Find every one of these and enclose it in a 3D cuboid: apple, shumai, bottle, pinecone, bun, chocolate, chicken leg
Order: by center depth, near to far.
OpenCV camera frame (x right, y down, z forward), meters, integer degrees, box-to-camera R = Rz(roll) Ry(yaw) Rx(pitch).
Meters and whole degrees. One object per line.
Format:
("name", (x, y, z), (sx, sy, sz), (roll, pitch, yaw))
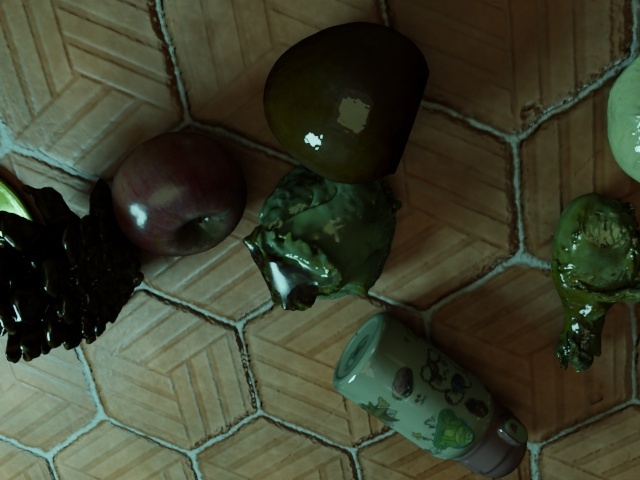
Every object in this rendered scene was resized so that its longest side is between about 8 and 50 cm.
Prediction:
("bun", (0.380, -0.134, 0.589), (0.188, 0.111, 0.164), (-40, 97, 24))
("chocolate", (0.021, -0.147, 0.619), (0.176, 0.177, 0.177), (3, 112, 8))
("shumai", (0.003, -0.005, 0.687), (0.184, 0.142, 0.184), (4, 115, 9))
("chicken leg", (0.319, 0.053, 0.687), (0.103, 0.088, 0.228), (-6, 107, -2))
("apple", (-0.165, -0.056, 0.694), (0.153, 0.153, 0.120), (-43, 62, 21))
("pinecone", (-0.321, 0.033, 0.706), (0.201, 0.229, 0.203), (-20, 102, 8))
("bottle", (0.148, 0.205, 0.758), (0.253, 0.120, 0.120), (34, 113, -5))

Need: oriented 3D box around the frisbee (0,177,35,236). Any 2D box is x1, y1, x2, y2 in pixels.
("frisbee", (-0.497, -0.003, 0.837), (0.235, 0.017, 0.236), (3, 111, 8))
